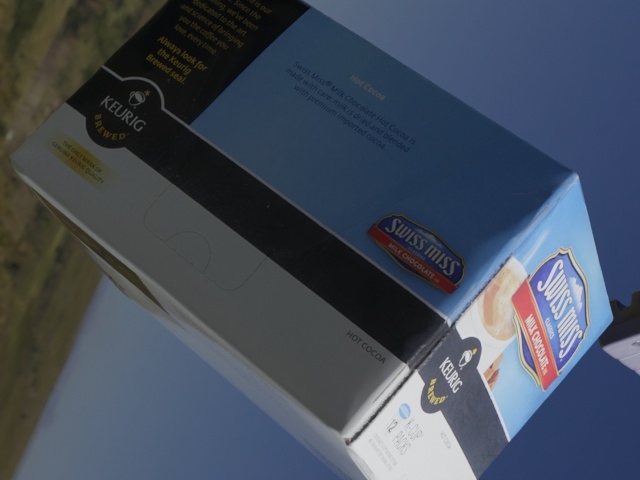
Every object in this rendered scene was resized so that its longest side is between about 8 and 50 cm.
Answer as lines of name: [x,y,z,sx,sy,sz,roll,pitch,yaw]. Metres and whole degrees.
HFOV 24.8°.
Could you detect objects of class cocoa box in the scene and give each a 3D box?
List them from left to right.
cocoa box: [0.000,0.000,1.048,0.228,0.347,0.231,-47,150,-11]

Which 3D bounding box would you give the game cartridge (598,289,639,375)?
game cartridge: [0.456,0.061,1.313,0.355,0.230,0.068,-23,-127,28]
